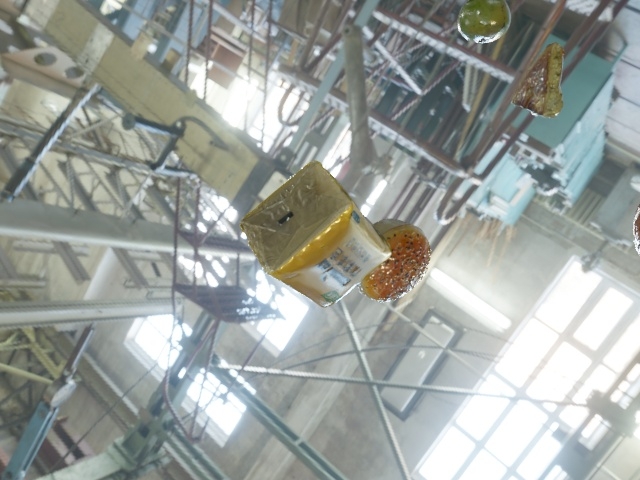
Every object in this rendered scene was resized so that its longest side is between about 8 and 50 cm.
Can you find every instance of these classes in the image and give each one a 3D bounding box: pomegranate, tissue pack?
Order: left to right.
[{"bbox_3d":[0.000,0.000,1.562,0.228,0.293,0.382,52,-175,29],"label":"tissue pack"},{"bbox_3d":[0.562,-0.794,1.911,0.179,0.179,0.210,-75,-39,-78],"label":"pomegranate"}]

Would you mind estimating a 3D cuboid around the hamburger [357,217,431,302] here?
[{"bbox_3d":[0.240,0.071,1.850,0.300,0.300,0.176,20,-161,-44],"label":"hamburger"}]

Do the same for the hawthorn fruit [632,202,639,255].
[{"bbox_3d":[0.870,-0.052,1.318,0.254,0.254,0.300,20,-137,-44],"label":"hawthorn fruit"}]

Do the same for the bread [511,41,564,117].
[{"bbox_3d":[0.440,-0.303,1.118,0.054,0.154,0.136,13,170,-15],"label":"bread"}]
